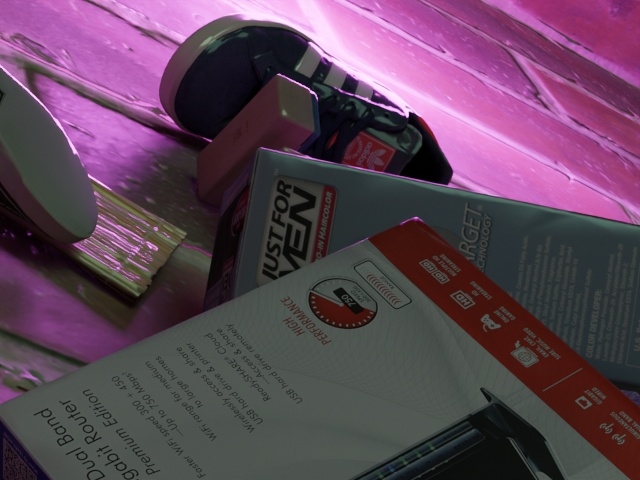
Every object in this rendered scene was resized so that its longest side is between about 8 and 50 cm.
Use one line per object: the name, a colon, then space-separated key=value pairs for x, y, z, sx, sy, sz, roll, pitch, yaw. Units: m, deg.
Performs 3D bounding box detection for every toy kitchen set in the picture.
toy kitchen set: x=0.000 y=0.000 z=1.487 sx=0.166 sy=0.122 sz=0.207 roll=24 pitch=42 yaw=-30

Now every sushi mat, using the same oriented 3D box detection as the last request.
sushi mat: x=-0.247 y=-0.066 z=1.322 sx=0.316 sy=0.019 sz=0.151 roll=34 pitch=20 yaw=-4

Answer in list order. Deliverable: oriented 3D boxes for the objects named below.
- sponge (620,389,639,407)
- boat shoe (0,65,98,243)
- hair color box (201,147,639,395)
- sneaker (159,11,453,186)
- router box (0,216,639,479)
sponge: x=0.120 y=0.119 z=1.135 sx=0.210 sy=0.031 sz=0.117 roll=3 pitch=16 yaw=31
boat shoe: x=-0.240 y=-0.078 z=1.227 sx=0.219 sy=0.070 sz=0.078 roll=51 pitch=31 yaw=-21
hair color box: x=0.115 y=0.038 z=1.251 sx=0.374 sy=0.114 sz=0.185 roll=11 pitch=-9 yaw=-9
sneaker: x=0.004 y=-0.108 z=1.667 sx=0.350 sy=0.131 sz=0.148 roll=11 pitch=26 yaw=-51
router box: x=0.044 y=0.159 z=0.932 sx=0.301 sy=0.082 sz=0.335 roll=-24 pitch=51 yaw=-33
